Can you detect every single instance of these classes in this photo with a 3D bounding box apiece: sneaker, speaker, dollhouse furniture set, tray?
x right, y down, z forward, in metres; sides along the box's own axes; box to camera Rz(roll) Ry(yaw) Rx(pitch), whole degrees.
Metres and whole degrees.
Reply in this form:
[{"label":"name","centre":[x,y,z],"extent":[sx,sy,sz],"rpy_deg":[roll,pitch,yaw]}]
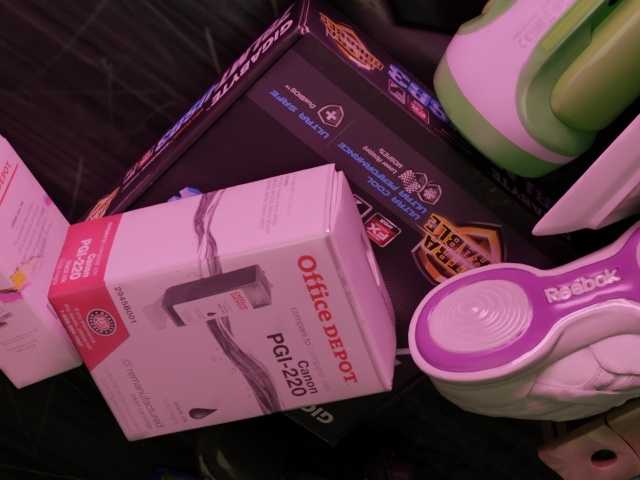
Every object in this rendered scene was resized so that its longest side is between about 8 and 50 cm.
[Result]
[{"label":"sneaker","centre":[0.224,0.064,0.966],"extent":[0.305,0.114,0.152],"rpy_deg":[-10,147,11]},{"label":"speaker","centre":[0.206,-0.176,0.837],"extent":[0.131,0.131,0.296],"rpy_deg":[32,123,-19]},{"label":"dollhouse furniture set","centre":[0.282,0.162,1.083],"extent":[0.129,0.129,0.183],"rpy_deg":[-31,118,24]},{"label":"sneaker","centre":[0.008,0.218,1.159],"extent":[0.130,0.109,0.286],"rpy_deg":[-31,128,30]},{"label":"tray","centre":[0.267,-0.095,0.888],"extent":[0.030,0.145,0.270],"rpy_deg":[51,126,18]}]

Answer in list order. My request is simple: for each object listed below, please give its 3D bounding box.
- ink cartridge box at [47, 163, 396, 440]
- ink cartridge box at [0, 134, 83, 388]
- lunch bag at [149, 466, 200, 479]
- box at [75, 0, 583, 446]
[{"label":"ink cartridge box","centre":[-0.067,0.050,0.959],"extent":[0.218,0.092,0.158],"rpy_deg":[-14,124,12]},{"label":"ink cartridge box","centre":[-0.254,0.004,1.007],"extent":[0.067,0.115,0.198],"rpy_deg":[-20,122,18]},{"label":"lunch bag","centre":[-0.108,0.297,1.210],"extent":[0.151,0.129,0.096],"rpy_deg":[38,119,-21]},{"label":"box","centre":[0.000,0.000,1.018],"extent":[0.295,0.073,0.293],"rpy_deg":[38,119,-22]}]
